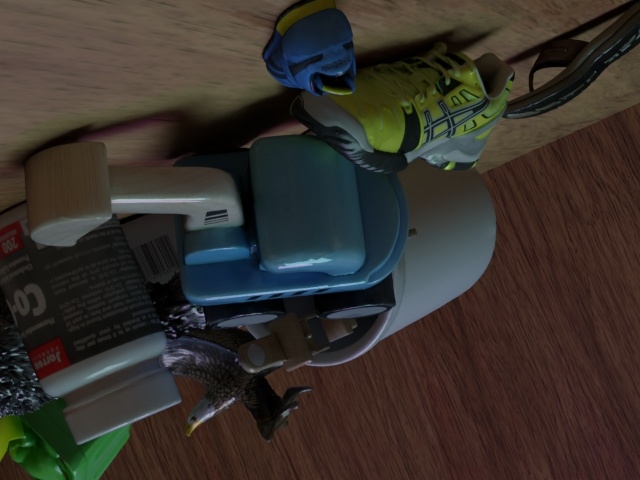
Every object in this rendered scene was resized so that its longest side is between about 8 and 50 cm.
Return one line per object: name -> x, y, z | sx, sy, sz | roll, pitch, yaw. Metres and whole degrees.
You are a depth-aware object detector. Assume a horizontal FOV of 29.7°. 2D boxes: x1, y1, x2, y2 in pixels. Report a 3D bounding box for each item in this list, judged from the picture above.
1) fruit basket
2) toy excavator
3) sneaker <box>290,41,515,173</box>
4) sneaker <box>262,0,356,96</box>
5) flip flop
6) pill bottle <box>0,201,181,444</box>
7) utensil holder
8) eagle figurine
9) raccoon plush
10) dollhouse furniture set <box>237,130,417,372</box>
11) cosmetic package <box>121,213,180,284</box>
fruit basket -> -0.531, 0.293, 1.946 | 0.392, 0.392, 0.283 | -21, 156, -23
toy excavator -> -0.098, -0.037, 1.394 | 0.433, 0.222, 0.445 | -5, 168, -7
sneaker -> 0.103, -0.174, 1.452 | 0.385, 0.145, 0.147 | -11, 137, -57
sneaker -> -0.006, -0.163, 1.148 | 0.069, 0.082, 0.209 | -24, 177, -8
flip flop -> 0.381, -0.277, 1.818 | 0.277, 0.080, 0.112 | -40, 165, 19
pill bottle -> -0.284, 0.090, 1.457 | 0.161, 0.283, 0.161 | -23, 175, -2
utensil holder -> 0.077, 0.004, 2.006 | 0.328, 0.327, 0.385 | -26, 176, 35
eagle figurine -> -0.178, 0.218, 2.005 | 0.225, 0.298, 0.226 | -46, 172, -38
raccoon plush -> -0.348, 0.122, 1.574 | 0.446, 0.216, 0.299 | -25, -168, 12
dollhouse furniture set -> 0.000, 0.000, 1.692 | 0.355, 0.303, 0.174 | -27, 173, 38
cosmetic package -> -0.307, 0.070, 1.957 | 0.197, 0.155, 0.365 | -24, 176, -23
